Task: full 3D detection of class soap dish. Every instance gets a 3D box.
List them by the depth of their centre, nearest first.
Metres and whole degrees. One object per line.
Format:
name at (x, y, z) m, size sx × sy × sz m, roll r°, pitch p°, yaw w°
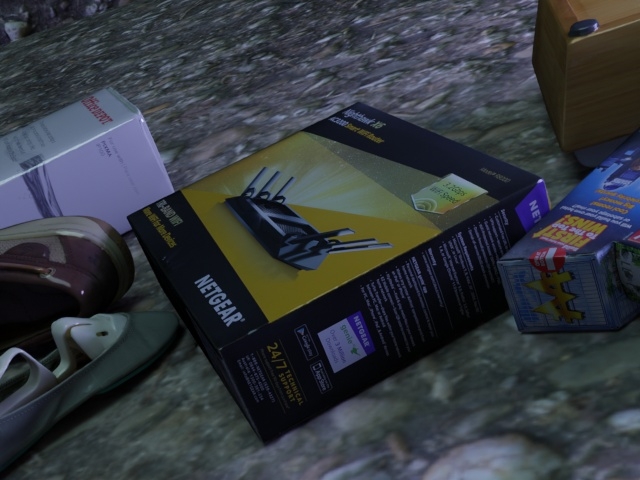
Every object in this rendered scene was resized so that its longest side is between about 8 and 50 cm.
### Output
soap dish at (0.326, -0.183, 0.814) m, size 0.291 × 0.118 × 0.229 m, roll -17°, pitch 25°, yaw 14°

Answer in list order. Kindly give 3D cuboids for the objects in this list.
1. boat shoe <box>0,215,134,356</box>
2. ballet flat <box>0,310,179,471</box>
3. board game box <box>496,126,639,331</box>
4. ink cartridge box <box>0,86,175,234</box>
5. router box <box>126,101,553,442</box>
boat shoe at (-0.339, 0.066, 0.859) m, size 0.342 × 0.123 × 0.123 m, roll -9°, pitch 26°, yaw 13°
ballet flat at (-0.198, 0.098, 0.731) m, size 0.213 × 0.068 × 0.072 m, roll -37°, pitch 29°, yaw -31°
board game box at (0.219, 0.000, 0.599) m, size 0.194 × 0.060 × 0.194 m, roll -32°, pitch 26°, yaw -18°
ink cartridge box at (-0.321, -0.048, 1.067) m, size 0.283 × 0.117 × 0.207 m, roll -28°, pitch 25°, yaw -12°
router box at (0.000, 0.000, 0.752) m, size 0.243 × 0.081 × 0.309 m, roll -28°, pitch 25°, yaw -13°
